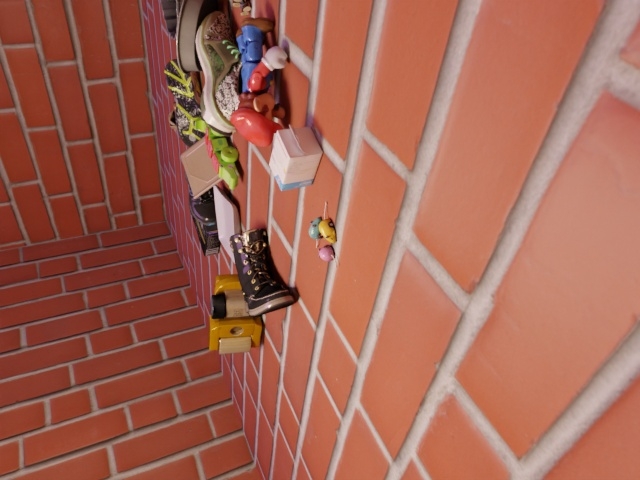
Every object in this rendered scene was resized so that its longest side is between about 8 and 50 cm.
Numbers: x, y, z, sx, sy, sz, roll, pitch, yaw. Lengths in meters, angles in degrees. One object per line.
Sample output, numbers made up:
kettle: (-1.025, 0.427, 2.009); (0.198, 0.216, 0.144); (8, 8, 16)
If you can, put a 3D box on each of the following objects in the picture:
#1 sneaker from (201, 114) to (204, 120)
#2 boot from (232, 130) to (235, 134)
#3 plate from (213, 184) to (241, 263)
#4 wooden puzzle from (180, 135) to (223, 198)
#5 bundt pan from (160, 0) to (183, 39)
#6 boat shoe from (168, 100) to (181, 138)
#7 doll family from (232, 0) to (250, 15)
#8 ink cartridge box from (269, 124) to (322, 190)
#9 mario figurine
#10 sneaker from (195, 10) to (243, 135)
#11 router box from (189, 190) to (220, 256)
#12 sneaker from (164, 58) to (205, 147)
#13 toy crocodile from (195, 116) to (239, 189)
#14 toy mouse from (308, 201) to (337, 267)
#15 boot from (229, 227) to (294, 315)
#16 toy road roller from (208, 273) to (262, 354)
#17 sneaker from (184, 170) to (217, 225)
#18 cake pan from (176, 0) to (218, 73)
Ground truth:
sneaker: (-0.298, -0.447, 1.650); (0.270, 0.090, 0.145); (24, 102, 43)
boot: (-0.344, -0.424, 1.819); (0.158, 0.059, 0.085); (14, 119, 64)
plate: (-0.388, -0.073, 2.120); (0.278, 0.045, 0.277); (-136, 40, -53)
wooden puzzle: (-0.460, -0.314, 2.032); (0.221, 0.044, 0.239); (-30, 66, 23)
bundt pan: (-0.515, -0.928, 1.864); (0.331, 0.124, 0.331); (167, 90, -68)
boat shoe: (-0.682, -0.596, 2.432); (0.324, 0.120, 0.123); (134, 120, -63)
doll family: (-0.225, -0.721, 1.371); (0.193, 0.076, 0.111); (-40, 60, 59)
ink cartridge box: (-0.060, -0.206, 1.225); (0.092, 0.090, 0.143); (66, 154, 25)
mario figurine: (-0.146, -0.410, 1.335); (0.198, 0.170, 0.321); (0, -92, -77)
sneaker: (-0.259, -0.528, 1.520); (0.182, 0.158, 0.410); (-16, 74, 29)
router box: (-0.579, -0.112, 2.495); (0.243, 0.081, 0.309); (116, 136, -57)
sneaker: (-0.561, -0.596, 2.181); (0.147, 0.145, 0.385); (-78, -16, -65)
toy crocodile: (-0.385, -0.342, 1.891); (0.340, 0.105, 0.115); (67, 155, 23)
toy mouse: (0.000, 0.000, 1.268); (0.143, 0.031, 0.161); (-36, 69, 66)
boot: (-0.209, 0.103, 1.691); (0.377, 0.138, 0.284); (160, 97, -73)
toy road roller: (-0.354, 0.284, 2.046); (0.240, 0.202, 0.329); (-111, 26, -50)
sneaker: (-0.559, -0.234, 2.333); (0.139, 0.125, 0.341); (-46, 61, 58)
cake pan: (-0.399, -0.691, 1.641); (0.293, 0.054, 0.293); (-166, 90, -89)
